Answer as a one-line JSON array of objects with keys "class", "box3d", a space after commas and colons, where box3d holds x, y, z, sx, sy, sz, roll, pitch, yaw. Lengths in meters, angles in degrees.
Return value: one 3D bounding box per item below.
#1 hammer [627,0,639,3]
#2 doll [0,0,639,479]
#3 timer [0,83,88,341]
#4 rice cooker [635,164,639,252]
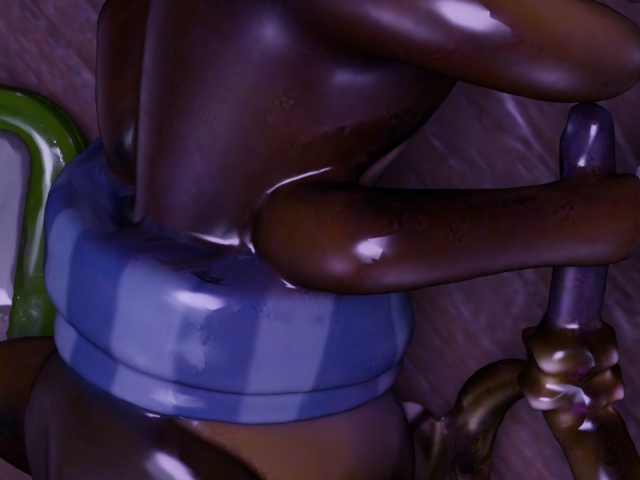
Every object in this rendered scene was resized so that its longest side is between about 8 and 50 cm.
[{"class": "hammer", "box3d": [0.094, -0.154, 0.756, 0.062, 0.182, 0.017, -27, 138, 13]}, {"class": "doll", "box3d": [0.003, -0.001, 0.781, 0.318, 0.209, 0.339, 24, 103, 34]}, {"class": "timer", "box3d": [-0.167, -0.004, 0.876, 0.128, 0.047, 0.140, 11, 101, 10]}, {"class": "rice cooker", "box3d": [0.198, -0.029, 0.764, 0.145, 0.127, 0.206, 1, 103, 11]}]
